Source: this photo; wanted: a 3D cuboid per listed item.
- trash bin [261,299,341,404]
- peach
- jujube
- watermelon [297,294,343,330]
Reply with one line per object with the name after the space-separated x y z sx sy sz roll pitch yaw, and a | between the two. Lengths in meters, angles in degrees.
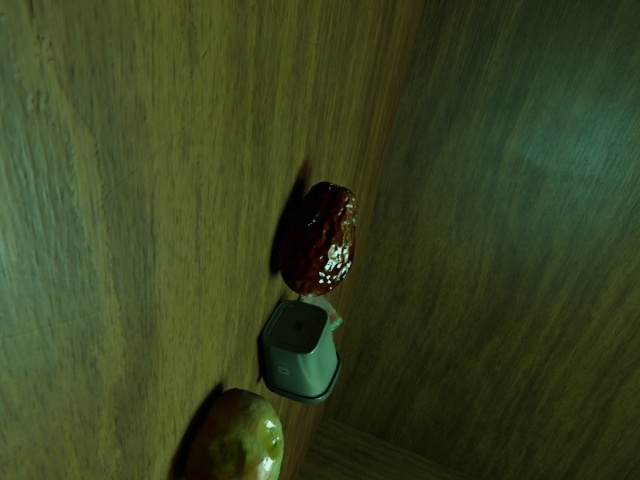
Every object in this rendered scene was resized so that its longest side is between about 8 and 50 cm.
-0.060 0.324 1.218 0.219 0.219 0.250 -63 157 -44 | trash bin
-0.184 0.451 0.908 0.214 0.214 0.236 69 23 -70 | peach
0.000 0.000 1.051 0.197 0.197 0.291 15 93 -77 | jujube
-0.017 0.260 1.431 0.136 0.207 0.202 -128 -145 -74 | watermelon
